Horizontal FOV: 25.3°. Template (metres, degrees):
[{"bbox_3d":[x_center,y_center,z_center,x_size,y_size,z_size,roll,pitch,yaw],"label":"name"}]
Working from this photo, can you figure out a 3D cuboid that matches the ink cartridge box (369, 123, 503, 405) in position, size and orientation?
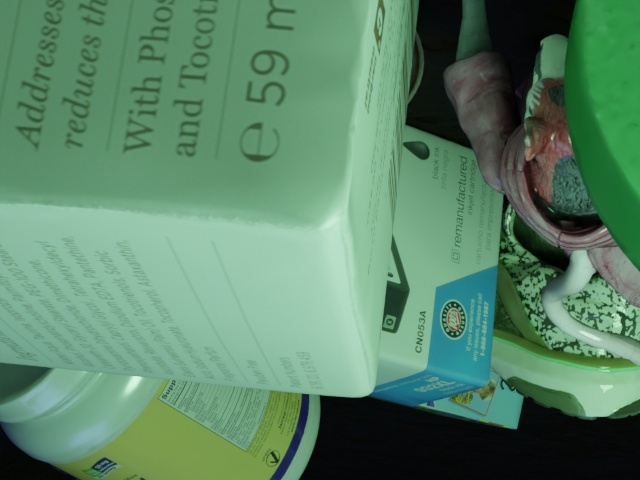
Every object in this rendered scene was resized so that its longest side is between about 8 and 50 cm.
[{"bbox_3d":[0.000,0.000,1.258,0.307,0.223,0.129,17,159,-27],"label":"ink cartridge box"}]

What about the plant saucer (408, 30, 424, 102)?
[{"bbox_3d":[-0.022,-0.145,1.063,0.198,0.036,0.198,2,144,1],"label":"plant saucer"}]

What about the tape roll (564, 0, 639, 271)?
[{"bbox_3d":[0.287,-0.088,0.715,0.321,0.321,0.077,6,162,5],"label":"tape roll"}]

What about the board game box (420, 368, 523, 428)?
[{"bbox_3d":[0.098,0.122,1.686,0.275,0.144,0.142,18,171,-27],"label":"board game box"}]

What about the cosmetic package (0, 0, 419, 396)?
[{"bbox_3d":[-0.151,-0.119,0.789,0.393,0.329,0.327,4,162,6],"label":"cosmetic package"}]

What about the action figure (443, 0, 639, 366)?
[{"bbox_3d":[0.168,-0.045,0.940,0.248,0.276,0.370,20,-171,18],"label":"action figure"}]

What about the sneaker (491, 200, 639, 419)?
[{"bbox_3d":[0.174,0.026,1.438,0.410,0.182,0.158,20,-158,35],"label":"sneaker"}]

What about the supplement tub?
[{"bbox_3d":[-0.184,0.148,1.481,0.241,0.241,0.331,-9,146,40],"label":"supplement tub"}]
